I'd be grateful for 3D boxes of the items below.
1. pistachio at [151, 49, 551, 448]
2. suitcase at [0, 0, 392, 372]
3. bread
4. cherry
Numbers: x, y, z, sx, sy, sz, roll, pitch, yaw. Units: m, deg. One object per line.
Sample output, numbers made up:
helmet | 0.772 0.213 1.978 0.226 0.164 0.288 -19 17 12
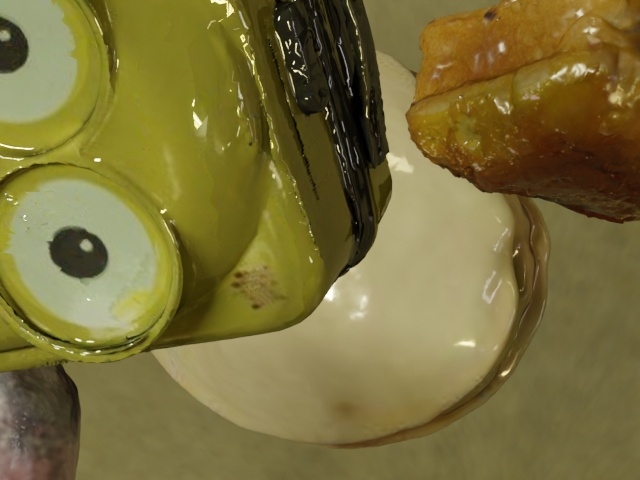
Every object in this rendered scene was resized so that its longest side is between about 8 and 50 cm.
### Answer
pistachio | 0.000 0.000 1.791 0.445 0.281 0.365 24 86 30
suitcase | -0.100 -0.051 0.715 0.235 0.143 0.194 -9 111 22
bread | 0.230 -0.047 1.210 0.380 0.185 0.109 19 66 -36
cherry | -0.241 0.136 1.260 0.195 0.195 0.195 -1 81 5
